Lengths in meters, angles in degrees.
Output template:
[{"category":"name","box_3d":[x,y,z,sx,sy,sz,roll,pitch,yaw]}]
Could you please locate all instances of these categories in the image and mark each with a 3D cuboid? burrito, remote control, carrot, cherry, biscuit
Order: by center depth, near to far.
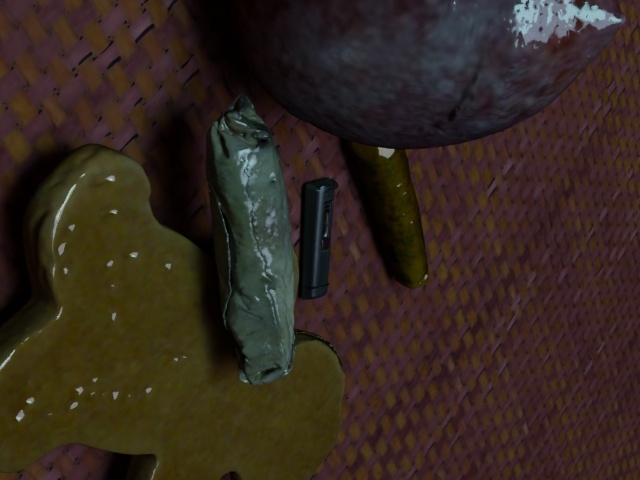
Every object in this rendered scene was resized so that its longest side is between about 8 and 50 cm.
[{"category":"cherry","box_3d":[0.062,-0.146,0.701,0.175,0.249,0.192,-26,125,-54]},{"category":"burrito","box_3d":[-0.043,0.003,0.716,0.058,0.045,0.188,-52,142,-65]},{"category":"biscuit","box_3d":[-0.090,0.085,0.760,0.339,0.047,0.216,28,82,-52]},{"category":"remote control","box_3d":[0.000,0.000,0.865,0.034,0.016,0.091,-21,119,-51]},{"category":"carrot","box_3d":[0.056,-0.028,0.908,0.042,0.042,0.171,-47,139,-30]}]
